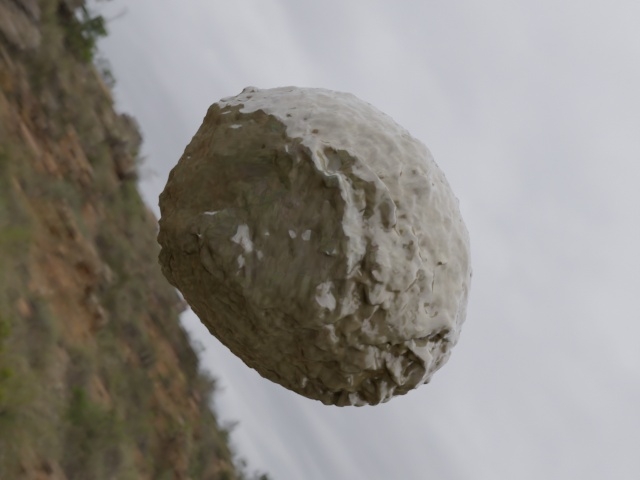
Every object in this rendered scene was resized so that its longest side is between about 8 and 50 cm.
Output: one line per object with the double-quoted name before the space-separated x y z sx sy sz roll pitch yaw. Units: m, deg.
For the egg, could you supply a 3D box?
"egg" 0.000 0.000 1.051 0.310 0.279 0.279 43 -16 12
